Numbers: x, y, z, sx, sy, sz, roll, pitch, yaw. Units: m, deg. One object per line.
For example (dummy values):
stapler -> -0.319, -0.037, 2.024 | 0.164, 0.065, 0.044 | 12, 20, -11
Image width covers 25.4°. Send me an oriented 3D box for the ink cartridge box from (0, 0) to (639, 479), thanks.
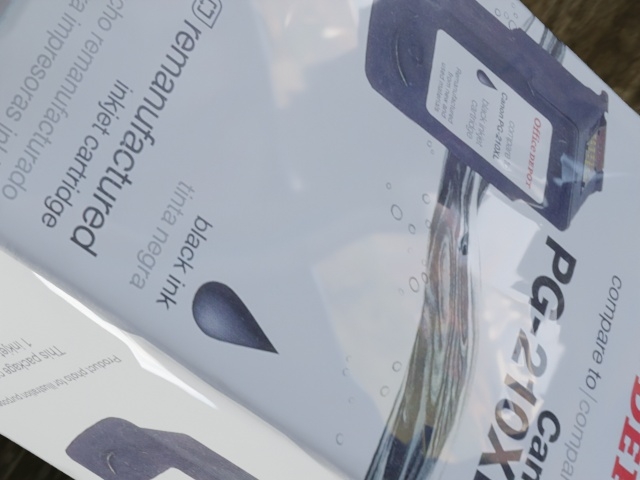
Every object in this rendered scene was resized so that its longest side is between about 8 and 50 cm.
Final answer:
ink cartridge box -> 0.000, 0.000, 0.412 | 0.237, 0.100, 0.172 | 38, -125, -24
